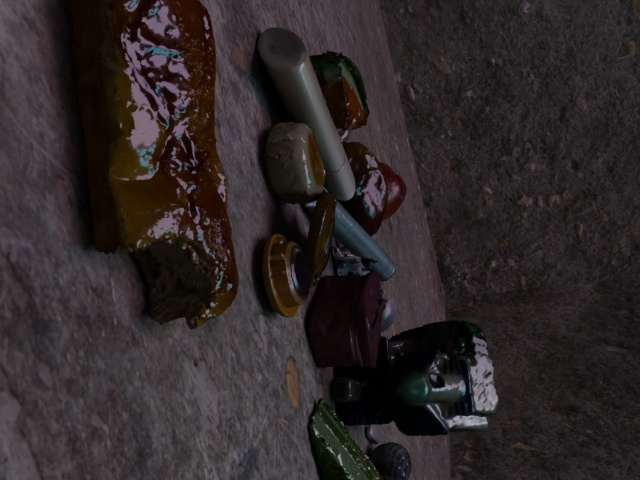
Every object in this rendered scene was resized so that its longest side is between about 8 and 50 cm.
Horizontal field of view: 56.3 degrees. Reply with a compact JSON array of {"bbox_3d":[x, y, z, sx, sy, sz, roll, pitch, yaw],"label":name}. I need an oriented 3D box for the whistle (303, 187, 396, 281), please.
[{"bbox_3d":[0.069,-0.011,1.336,0.312,0.062,0.062,45,37,-38],"label":"whistle"}]

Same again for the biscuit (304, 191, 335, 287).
[{"bbox_3d":[0.000,0.000,1.129,0.236,0.039,0.180,88,18,-67],"label":"biscuit"}]

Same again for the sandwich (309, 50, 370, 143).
[{"bbox_3d":[0.041,-0.341,1.478,0.292,0.109,0.212,-28,115,-70],"label":"sandwich"}]

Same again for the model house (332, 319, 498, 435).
[{"bbox_3d":[0.179,0.304,1.300,0.284,0.298,0.243,5,72,-36],"label":"model house"}]

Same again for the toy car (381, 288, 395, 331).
[{"bbox_3d":[0.117,0.168,1.392,0.139,0.112,0.112,-61,147,-9],"label":"toy car"}]

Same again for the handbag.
[{"bbox_3d":[0.063,0.162,1.244,0.225,0.135,0.146,-67,149,-62],"label":"handbag"}]

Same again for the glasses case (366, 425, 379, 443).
[{"bbox_3d":[0.133,0.492,1.516,0.083,0.021,0.032,60,25,-53],"label":"glasses case"}]

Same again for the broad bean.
[{"bbox_3d":[0.078,-0.114,1.394,0.122,0.156,0.229,-67,151,-68],"label":"broad bean"}]

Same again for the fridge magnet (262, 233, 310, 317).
[{"bbox_3d":[-0.058,0.058,1.007,0.143,0.063,0.143,-11,90,-73],"label":"fridge magnet"}]

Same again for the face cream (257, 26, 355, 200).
[{"bbox_3d":[-0.021,-0.245,1.206,0.173,0.081,0.348,60,-3,42],"label":"face cream"}]

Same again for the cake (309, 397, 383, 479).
[{"bbox_3d":[0.023,0.431,1.160,0.235,0.099,0.100,56,23,-11],"label":"cake"}]

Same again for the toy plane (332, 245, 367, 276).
[{"bbox_3d":[0.094,0.060,1.491,0.234,0.082,0.160,7,66,-61],"label":"toy plane"}]

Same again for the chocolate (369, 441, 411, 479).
[{"bbox_3d":[0.156,0.569,1.420,0.248,0.110,0.110,-47,127,-69],"label":"chocolate"}]

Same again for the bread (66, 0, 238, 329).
[{"bbox_3d":[-0.169,-0.094,0.631,0.185,0.109,0.380,-9,92,-74],"label":"bread"}]

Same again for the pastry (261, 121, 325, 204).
[{"bbox_3d":[-0.047,-0.143,1.107,0.166,0.088,0.166,-6,90,-76],"label":"pastry"}]

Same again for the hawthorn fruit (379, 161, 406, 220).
[{"bbox_3d":[0.140,-0.127,1.588,0.173,0.172,0.173,-8,90,-74],"label":"hawthorn fruit"}]
